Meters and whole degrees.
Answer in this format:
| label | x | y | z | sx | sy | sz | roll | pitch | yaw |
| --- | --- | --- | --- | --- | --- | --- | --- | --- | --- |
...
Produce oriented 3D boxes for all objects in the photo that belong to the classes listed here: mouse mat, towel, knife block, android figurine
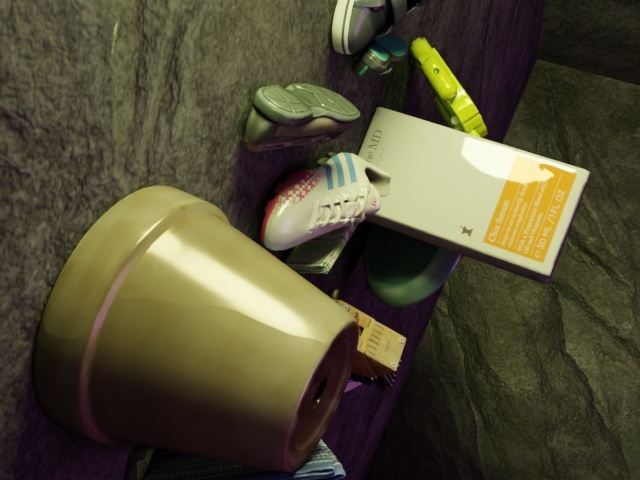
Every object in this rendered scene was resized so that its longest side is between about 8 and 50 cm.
| label | x | y | z | sx | sy | sz | roll | pitch | yaw |
| --- | --- | --- | --- | --- | --- | --- | --- | --- | --- |
| mouse mat | -0.265 | 0.374 | 1.158 | 0.153 | 0.007 | 0.189 | -29 | 135 | -64 |
| towel | 0.000 | 0.000 | 1.374 | 0.023 | 0.113 | 0.152 | 57 | 49 | -34 |
| knife block | 0.081 | 0.263 | 1.773 | 0.242 | 0.276 | 0.088 | -33 | -150 | 58 |
| towel | -0.109 | 0.300 | 0.984 | 0.336 | 0.244 | 0.040 | 149 | -64 | -81 |
| android figurine | 0.286 | -0.317 | 1.638 | 0.056 | 0.272 | 0.248 | -31 | 166 | 9 |

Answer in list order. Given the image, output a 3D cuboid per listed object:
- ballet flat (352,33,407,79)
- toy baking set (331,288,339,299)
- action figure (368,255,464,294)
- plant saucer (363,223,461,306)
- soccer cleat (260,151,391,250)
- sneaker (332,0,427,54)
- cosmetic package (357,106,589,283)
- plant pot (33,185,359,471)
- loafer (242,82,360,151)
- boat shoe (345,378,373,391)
| label | x | y | z | sx | sy | sz | roll | pitch | yaw |
| --- | --- | --- | --- | --- | --- | --- | --- | --- | --- |
| ballet flat | 0.105 | -0.339 | 1.378 | 0.203 | 0.074 | 0.074 | -50 | 154 | -60 |
| toy baking set | -0.010 | 0.211 | 1.692 | 0.256 | 0.030 | 0.196 | -19 | 124 | -71 |
| action figure | 0.327 | 0.040 | 2.125 | 0.370 | 0.248 | 0.275 | -11 | 120 | -66 |
| plant saucer | 0.208 | 0.001 | 1.747 | 0.044 | 0.318 | 0.317 | 28 | 81 | -34 |
| soccer cleat | 0.021 | -0.070 | 1.283 | 0.331 | 0.143 | 0.115 | -44 | 149 | -52 |
| sneaker | 0.132 | -0.443 | 1.237 | 0.321 | 0.128 | 0.126 | -64 | 163 | -13 |
| cosmetic package | 0.299 | -0.096 | 1.557 | 0.229 | 0.454 | 0.161 | -69 | 162 | -3 |
| plant pot | -0.119 | 0.130 | 0.879 | 0.323 | 0.281 | 0.323 | -56 | 159 | -35 |
| loafer | -0.033 | -0.184 | 1.127 | 0.084 | 0.096 | 0.268 | -56 | 162 | 24 |
| boat shoe | 0.095 | 0.312 | 1.974 | 0.306 | 0.113 | 0.104 | -10 | 114 | -52 |
